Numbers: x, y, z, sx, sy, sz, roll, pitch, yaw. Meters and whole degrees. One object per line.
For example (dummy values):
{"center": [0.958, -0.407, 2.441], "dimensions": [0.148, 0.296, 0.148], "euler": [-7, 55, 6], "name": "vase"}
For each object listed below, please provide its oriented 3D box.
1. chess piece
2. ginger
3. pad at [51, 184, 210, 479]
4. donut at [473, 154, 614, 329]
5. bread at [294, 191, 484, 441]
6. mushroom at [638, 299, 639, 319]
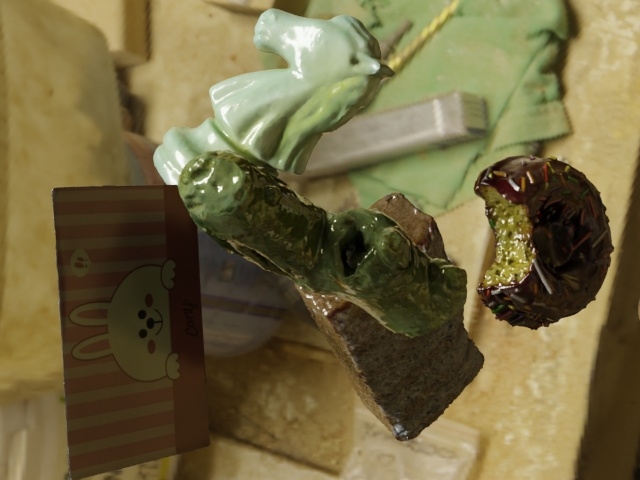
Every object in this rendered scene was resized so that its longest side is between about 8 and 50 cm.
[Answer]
{"center": [-0.056, -0.161, 1.475], "dimensions": [0.298, 0.176, 0.175], "euler": [-49, 59, 13], "name": "chess piece"}
{"center": [0.004, 0.001, 1.060], "dimensions": [0.089, 0.290, 0.137], "euler": [-65, 16, -7], "name": "ginger"}
{"center": [-0.197, 0.090, 1.287], "dimensions": [0.005, 0.202, 0.299], "euler": [-1, 92, 40], "name": "pad"}
{"center": [0.295, 0.002, 1.560], "dimensions": [0.096, 0.216, 0.230], "euler": [-12, 66, 52], "name": "donut"}
{"center": [0.093, 0.104, 1.436], "dimensions": [0.165, 0.416, 0.113], "euler": [-45, 62, -10], "name": "bread"}
{"center": [0.381, 0.010, 1.162], "dimensions": [0.306, 0.043, 0.068], "euler": [112, 164, -62], "name": "mushroom"}
